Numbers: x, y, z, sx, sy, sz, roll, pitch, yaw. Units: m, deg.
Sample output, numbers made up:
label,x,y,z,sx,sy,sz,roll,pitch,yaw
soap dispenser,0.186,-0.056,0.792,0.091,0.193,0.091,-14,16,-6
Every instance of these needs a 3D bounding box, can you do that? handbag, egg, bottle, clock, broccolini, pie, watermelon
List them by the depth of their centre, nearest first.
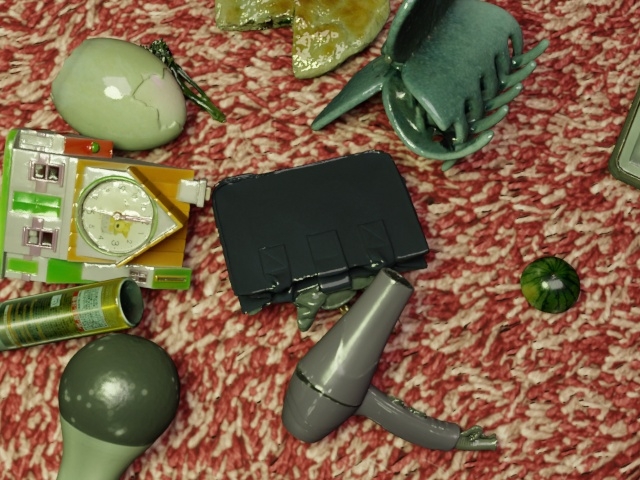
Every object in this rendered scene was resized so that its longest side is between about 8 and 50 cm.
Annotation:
label,x,y,z,sx,sy,sz,roll,pitch,yaw
bottle,-0.422,0.120,1.168,0.286,0.082,0.082,-11,76,13
clock,-0.338,-0.044,1.196,0.310,0.166,0.235,8,99,-7
handbag,0.000,0.000,1.240,0.326,0.118,0.269,-13,58,-6
egg,-0.330,-0.238,1.263,0.217,0.183,0.183,32,75,-9
watermelon,0.405,0.072,1.297,0.105,0.062,0.105,1,67,-2
broccolini,-0.246,-0.288,1.342,0.201,0.058,0.074,37,83,6
pie,-0.031,-0.462,1.393,0.338,0.075,0.337,1,75,-4

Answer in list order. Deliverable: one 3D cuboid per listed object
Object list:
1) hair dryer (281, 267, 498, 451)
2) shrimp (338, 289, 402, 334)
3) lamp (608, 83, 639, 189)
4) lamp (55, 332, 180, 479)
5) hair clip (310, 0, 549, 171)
label,x,y,z,sx,sy,sz,roll,pitch,yaw
hair dryer,0.145,0.240,1.202,0.361,0.121,0.301,30,102,-13
shrimp,0.071,0.101,1.271,0.095,0.045,0.162,-27,73,-9
lamp,0.702,-0.183,1.392,0.269,0.047,0.266,26,76,3
lamp,-0.319,0.295,1.159,0.182,0.182,0.313,12,107,-1
hair clip,0.210,-0.294,1.265,0.238,0.392,0.318,39,60,-4
